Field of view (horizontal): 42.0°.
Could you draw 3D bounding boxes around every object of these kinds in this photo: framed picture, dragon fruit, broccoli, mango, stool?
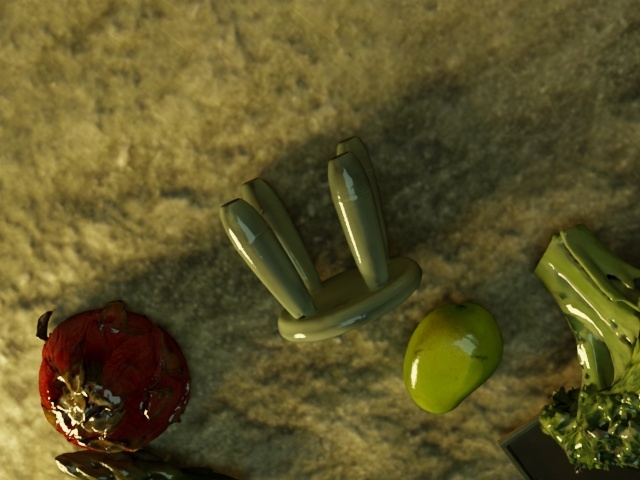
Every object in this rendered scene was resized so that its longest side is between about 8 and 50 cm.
[{"bbox_3d":[0.393,0.331,1.187,0.184,0.016,0.250,-37,99,6],"label":"framed picture"},{"bbox_3d":[-0.300,0.211,1.143,0.218,0.148,0.223,-8,106,7],"label":"dragon fruit"},{"bbox_3d":[0.420,0.127,1.040,0.249,0.302,0.375,9,131,-22],"label":"broccoli"},{"bbox_3d":[0.173,0.156,1.125,0.117,0.089,0.163,38,106,-8],"label":"mango"},{"bbox_3d":[0.000,0.000,1.036,0.195,0.195,0.198,-24,102,11],"label":"stool"}]

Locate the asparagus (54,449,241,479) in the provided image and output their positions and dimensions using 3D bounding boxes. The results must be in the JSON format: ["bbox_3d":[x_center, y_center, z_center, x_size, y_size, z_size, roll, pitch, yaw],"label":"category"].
[{"bbox_3d":[-0.246,0.351,1.224,0.287,0.080,0.080,12,108,-6],"label":"asparagus"}]
